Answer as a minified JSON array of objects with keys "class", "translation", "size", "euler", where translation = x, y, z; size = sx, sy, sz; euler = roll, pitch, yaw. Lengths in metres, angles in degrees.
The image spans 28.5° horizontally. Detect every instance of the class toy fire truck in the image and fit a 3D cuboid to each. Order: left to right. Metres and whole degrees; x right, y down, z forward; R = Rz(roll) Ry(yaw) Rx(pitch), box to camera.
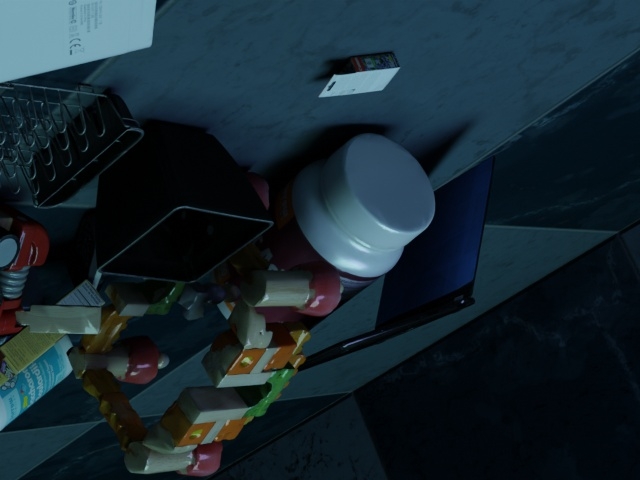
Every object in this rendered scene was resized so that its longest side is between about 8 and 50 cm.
[{"class":"toy fire truck","translation":[-0.435,0.063,1.817],"size":[0.246,0.158,0.217],"euler":[-2,116,-61]}]

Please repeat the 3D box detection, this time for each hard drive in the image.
[{"class":"hard drive","translation":[-0.336,-0.243,1.370],"size":[0.318,0.040,0.210],"euler":[-17,160,-18]}]

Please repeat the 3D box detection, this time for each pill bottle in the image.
[{"class":"pill bottle","translation":[-0.551,0.237,2.134],"size":[0.146,0.146,0.264],"euler":[-42,-179,45]},{"class":"pill bottle","translation":[0.000,0.000,2.130],"size":[0.224,0.224,0.392],"euler":[-5,154,-42]}]

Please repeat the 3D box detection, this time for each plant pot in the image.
[{"class":"plant pot","translation":[-0.211,-0.061,1.800],"size":[0.187,0.167,0.188],"euler":[-35,151,33]}]

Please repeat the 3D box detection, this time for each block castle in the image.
[{"class":"block castle","translation":[-0.179,0.140,2.017],"size":[0.212,0.303,0.453],"euler":[4,129,-49]}]

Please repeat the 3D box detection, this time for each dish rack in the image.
[{"class":"dish rack","translation":[-0.386,-0.125,1.587],"size":[0.208,0.074,0.271],"euler":[-36,157,33]}]

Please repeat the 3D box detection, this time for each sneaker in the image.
[{"class":"sneaker","translation":[-0.342,0.025,2.031],"size":[0.097,0.084,0.235],"euler":[-14,160,-29]}]

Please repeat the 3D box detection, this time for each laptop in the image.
[{"class":"laptop","translation":[0.096,0.059,2.233],"size":[0.407,0.236,0.382],"euler":[-17,172,-27]}]

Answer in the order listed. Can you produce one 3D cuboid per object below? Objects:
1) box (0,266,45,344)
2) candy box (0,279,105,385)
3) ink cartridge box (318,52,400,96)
[{"class":"box","translation":[-0.556,0.104,1.966],"size":[0.153,0.108,0.207],"euler":[0,151,-48]},{"class":"candy box","translation":[-0.436,0.145,1.976],"size":[0.186,0.053,0.109],"euler":[-41,-174,-36]},{"class":"ink cartridge box","translation":[0.052,-0.241,1.834],"size":[0.115,0.029,0.063],"euler":[-10,158,-30]}]
